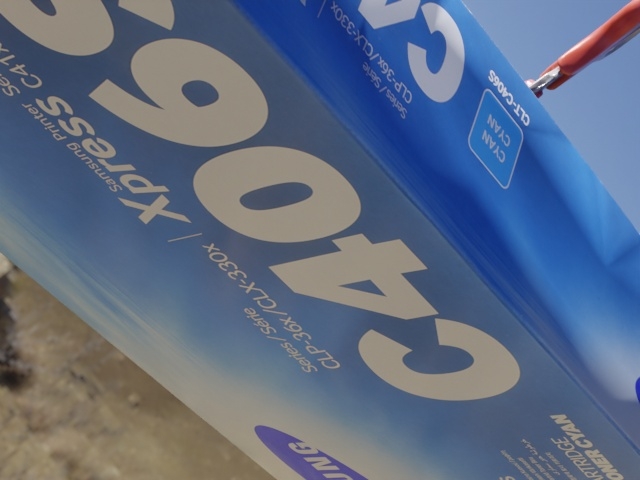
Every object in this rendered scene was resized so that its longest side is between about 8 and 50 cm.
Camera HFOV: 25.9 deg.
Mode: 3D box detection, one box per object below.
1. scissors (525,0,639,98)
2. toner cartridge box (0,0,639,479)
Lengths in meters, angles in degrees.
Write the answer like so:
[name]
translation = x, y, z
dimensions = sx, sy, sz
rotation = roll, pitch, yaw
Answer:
[scissors]
translation = 0.159, -0.116, 0.955
dimensions = 0.021, 0.297, 0.109
rotation = 55, -32, 3
[toner cartridge box]
translation = 0.000, 0.000, 0.463
dimensions = 0.165, 0.075, 0.348
rotation = -11, -44, 40
